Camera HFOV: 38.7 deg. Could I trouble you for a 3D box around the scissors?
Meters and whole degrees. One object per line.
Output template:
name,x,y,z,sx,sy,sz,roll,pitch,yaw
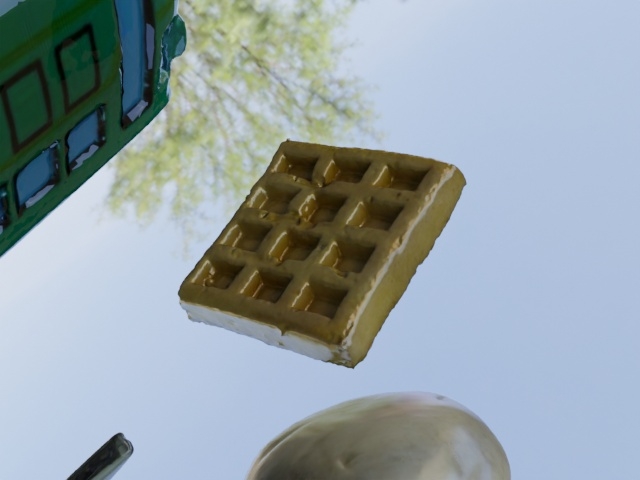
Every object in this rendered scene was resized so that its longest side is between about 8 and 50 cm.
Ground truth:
scissors,-0.290,0.299,0.972,0.289,0.138,0.041,-45,-118,20

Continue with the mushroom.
mushroom,0.071,0.304,1.013,0.315,0.315,0.356,-47,-141,5

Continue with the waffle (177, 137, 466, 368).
waffle,0.000,0.000,0.926,0.221,0.055,0.248,11,-124,37

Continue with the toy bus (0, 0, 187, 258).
toy bus,-0.215,-0.080,0.450,0.184,0.199,0.343,19,-133,22
